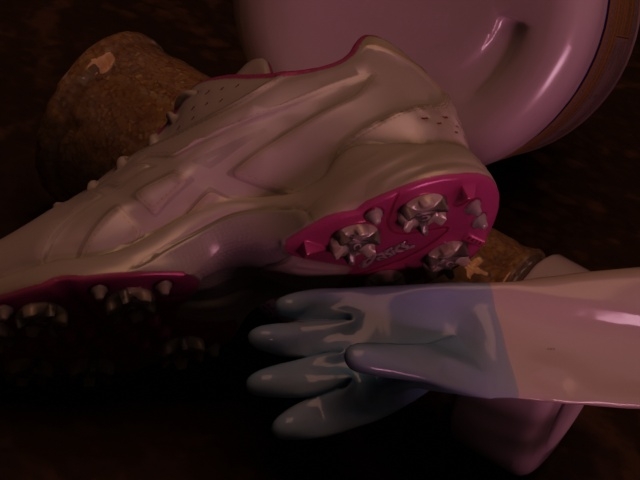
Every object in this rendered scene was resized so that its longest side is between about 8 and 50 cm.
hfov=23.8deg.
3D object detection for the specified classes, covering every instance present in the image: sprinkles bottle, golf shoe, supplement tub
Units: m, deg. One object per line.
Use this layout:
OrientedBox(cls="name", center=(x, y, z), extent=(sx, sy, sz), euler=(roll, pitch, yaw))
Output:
OrientedBox(cls="sprinkles bottle", center=(0.000, 0.000, 0.900), extent=(0.355, 0.121, 0.121), euler=(30, 32, 20))
OrientedBox(cls="golf shoe", center=(-0.066, -0.015, 0.805), extent=(0.306, 0.115, 0.140), euler=(-15, 60, -2))
OrientedBox(cls="supplement tub", center=(0.098, -0.172, 1.067), extent=(0.241, 0.241, 0.331), euler=(26, 13, 13))

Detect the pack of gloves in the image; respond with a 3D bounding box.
OrientedBox(cls="pack of gloves", center=(0.083, 0.101, 0.727), extent=(0.232, 0.046, 0.195), euler=(-4, 65, -16))
